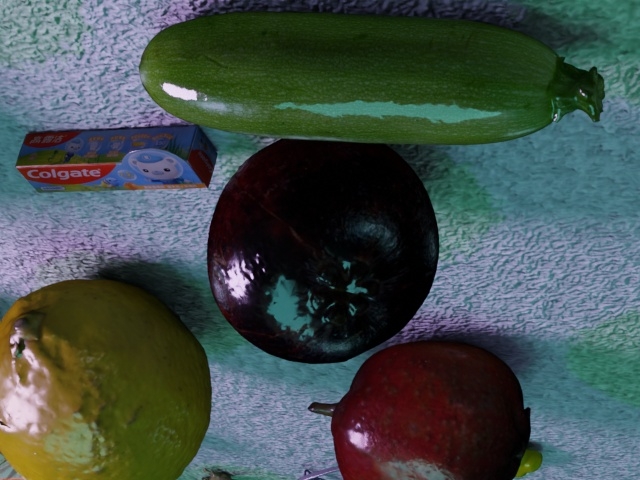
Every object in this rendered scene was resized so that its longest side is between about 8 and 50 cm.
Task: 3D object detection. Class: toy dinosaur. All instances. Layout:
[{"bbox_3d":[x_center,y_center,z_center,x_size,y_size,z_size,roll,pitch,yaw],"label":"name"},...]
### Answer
[{"bbox_3d":[-0.144,0.351,2.352,0.041,0.026,0.113,26,160,-37],"label":"toy dinosaur"}]

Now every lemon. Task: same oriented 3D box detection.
[{"bbox_3d":[-0.252,0.168,1.816,0.253,0.253,0.310,0,151,24],"label":"lemon"}]

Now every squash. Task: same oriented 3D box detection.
[{"bbox_3d":[0.028,-0.131,1.292,0.395,0.107,0.107,5,152,17],"label":"squash"}]

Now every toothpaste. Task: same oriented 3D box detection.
[{"bbox_3d":[-0.201,-0.083,1.545,0.193,0.044,0.070,-1,148,24],"label":"toothpaste"}]

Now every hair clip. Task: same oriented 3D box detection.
[{"bbox_3d":[0.196,0.276,2.049,0.173,0.046,0.072,2,155,16],"label":"hair clip"}]

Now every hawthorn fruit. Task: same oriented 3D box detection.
[{"bbox_3d":[0.108,0.209,1.798,0.249,0.215,0.215,14,154,17],"label":"hawthorn fruit"}]

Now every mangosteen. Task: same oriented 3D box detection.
[{"bbox_3d":[0.002,-0.004,1.458,0.216,0.216,0.216,10,152,5],"label":"mangosteen"}]

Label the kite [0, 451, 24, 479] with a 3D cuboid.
[{"bbox_3d":[-0.434,0.300,2.233,0.327,0.013,0.377,-34,120,18],"label":"kite"}]

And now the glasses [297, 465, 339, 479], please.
[{"bbox_3d":[0.047,0.332,2.240,0.140,0.062,0.104,18,130,-10],"label":"glasses"}]
